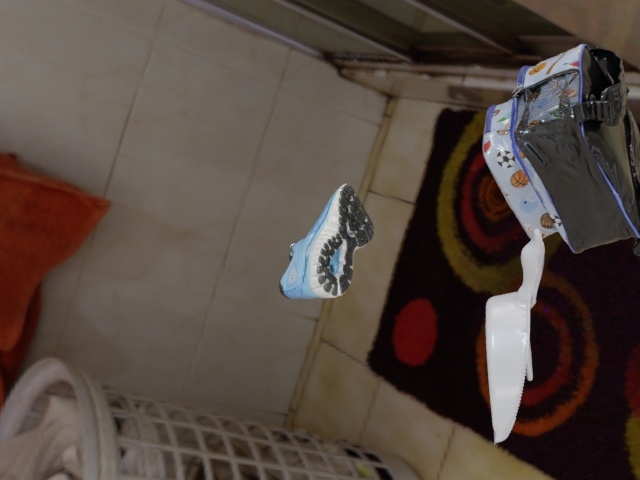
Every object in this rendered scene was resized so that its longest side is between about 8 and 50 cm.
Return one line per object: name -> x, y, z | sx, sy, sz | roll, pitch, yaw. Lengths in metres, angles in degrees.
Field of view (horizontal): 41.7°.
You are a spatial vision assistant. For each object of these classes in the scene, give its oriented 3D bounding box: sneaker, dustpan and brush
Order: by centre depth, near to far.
sneaker -> 0.000, 0.000, 0.832 | 0.073, 0.063, 0.162 | -18, 25, 31
dustpan and brush -> 0.197, 0.081, 0.841 | 0.147, 0.060, 0.211 | -71, -26, -57

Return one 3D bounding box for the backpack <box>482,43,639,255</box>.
backpack -> 0.362, -0.140, 1.211 | 0.213, 0.276, 0.263 | -9, 39, 33
